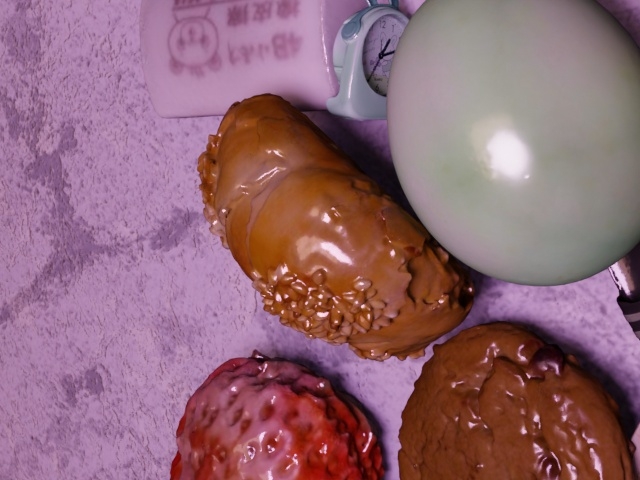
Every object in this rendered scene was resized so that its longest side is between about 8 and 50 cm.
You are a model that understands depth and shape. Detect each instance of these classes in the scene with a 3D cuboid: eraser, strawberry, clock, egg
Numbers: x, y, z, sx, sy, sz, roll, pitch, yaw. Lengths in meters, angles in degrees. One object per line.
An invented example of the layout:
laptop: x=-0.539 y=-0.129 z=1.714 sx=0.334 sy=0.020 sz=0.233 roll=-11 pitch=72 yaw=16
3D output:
eraser: x=-0.072 y=-0.222 z=1.080 sx=0.270 sy=0.095 sz=0.173 roll=3 pitch=98 yaw=38
strawberry: x=-0.084 y=0.291 z=1.084 sx=0.265 sy=0.149 sz=0.336 roll=17 pitch=84 yaw=32
clock: x=0.055 y=-0.184 z=0.981 sx=0.041 sy=0.101 sz=0.134 roll=14 pitch=103 yaw=46
egg: x=0.165 y=-0.093 z=0.827 sx=0.220 sy=0.220 sz=0.269 roll=-37 pitch=73 yaw=38

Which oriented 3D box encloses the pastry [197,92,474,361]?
pastry: x=0.000 y=0.000 z=0.963 sx=0.162 sy=0.255 sz=0.311 roll=-46 pitch=49 yaw=2

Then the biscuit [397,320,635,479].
biscuit: x=0.170 y=0.223 z=0.942 sx=0.296 sy=0.075 sz=0.295 roll=20 pitch=115 yaw=51

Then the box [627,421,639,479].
box: x=0.337 y=0.167 z=0.823 sx=0.141 sy=0.058 sz=0.201 roll=37 pitch=130 yaw=28

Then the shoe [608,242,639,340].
shoe: x=0.282 y=0.039 z=0.870 sx=0.071 sy=0.049 sz=0.179 roll=-35 pitch=77 yaw=39
